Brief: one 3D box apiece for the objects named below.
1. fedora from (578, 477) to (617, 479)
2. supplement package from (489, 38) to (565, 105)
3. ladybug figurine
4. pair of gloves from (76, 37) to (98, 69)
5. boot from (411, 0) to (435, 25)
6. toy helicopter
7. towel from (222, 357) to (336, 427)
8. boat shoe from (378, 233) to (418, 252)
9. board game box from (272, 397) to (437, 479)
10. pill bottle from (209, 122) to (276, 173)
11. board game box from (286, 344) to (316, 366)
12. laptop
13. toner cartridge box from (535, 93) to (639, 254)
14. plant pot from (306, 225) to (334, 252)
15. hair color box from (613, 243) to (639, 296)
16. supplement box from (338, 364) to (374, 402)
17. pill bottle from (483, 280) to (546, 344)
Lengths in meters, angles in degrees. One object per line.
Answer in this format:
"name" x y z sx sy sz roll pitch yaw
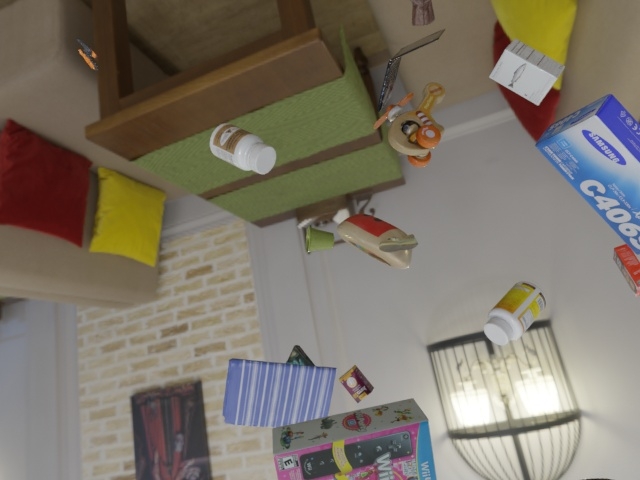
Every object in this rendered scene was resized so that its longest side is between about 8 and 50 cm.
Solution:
"fedora" 0.270 0.372 0.535 0.333 0.153 0.334 -8 132 -9
"supplement package" 0.642 -0.526 1.509 0.105 0.179 0.105 -47 166 -37
"ladybug figurine" 0.260 -0.012 2.292 0.449 0.162 0.305 28 175 45
"pair of gloves" -0.641 -0.511 1.330 0.010 0.074 0.083 -45 -177 -27
"boot" 0.208 -0.533 1.108 0.106 0.037 0.114 -11 152 8
"toy helicopter" 0.348 -0.454 1.758 0.234 0.355 0.140 27 153 7
"towel" -0.132 0.484 1.521 0.335 0.244 0.040 7 -160 -7
"boat shoe" 0.262 0.006 1.655 0.152 0.048 0.056 -6 152 -22
"board game box" 0.072 0.466 0.965 0.303 0.224 0.097 -11 -171 -6
"pill bottle" -0.274 -0.323 1.725 0.229 0.131 0.131 29 -176 30
"board game box" -0.061 0.480 1.723 0.026 0.186 0.126 7 114 -42
"laptop" 0.304 -0.571 1.621 0.136 0.234 0.265 18 124 10
"toner cartridge box" 0.632 -0.124 1.005 0.075 0.348 0.165 -47 -175 -20
"plant pot" 0.000 0.000 1.477 0.079 0.084 0.083 4 161 -8
"hair color box" 0.930 0.088 1.445 0.043 0.141 0.072 -22 140 16
"supplement box" 0.099 0.397 1.340 0.055 0.083 0.043 -44 170 13
"pill bottle" 0.613 0.233 1.536 0.215 0.117 0.117 -36 176 -27
